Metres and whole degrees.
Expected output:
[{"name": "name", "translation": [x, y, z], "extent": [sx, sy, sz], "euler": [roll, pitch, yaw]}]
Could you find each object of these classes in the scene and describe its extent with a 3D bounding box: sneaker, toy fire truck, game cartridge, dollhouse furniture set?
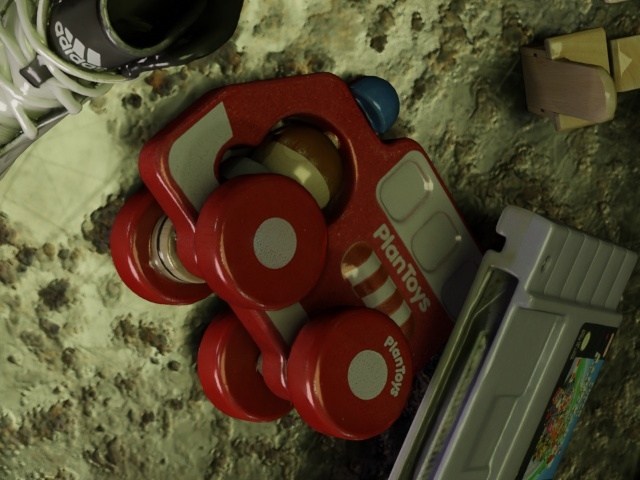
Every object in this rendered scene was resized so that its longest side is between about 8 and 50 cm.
[{"name": "sneaker", "translation": [-0.215, -0.130, 0.807], "extent": [0.447, 0.257, 0.169], "euler": [-43, 110, -3]}, {"name": "toy fire truck", "translation": [0.000, 0.000, 0.969], "extent": [0.254, 0.169, 0.302], "euler": [-44, 113, -29]}, {"name": "game cartridge", "translation": [0.153, 0.154, 1.023], "extent": [0.230, 0.068, 0.355], "euler": [14, 101, -54]}, {"name": "dollhouse furniture set", "translation": [0.346, -0.267, 0.985], "extent": [0.356, 0.174, 0.303], "euler": [-13, 106, -13]}]
